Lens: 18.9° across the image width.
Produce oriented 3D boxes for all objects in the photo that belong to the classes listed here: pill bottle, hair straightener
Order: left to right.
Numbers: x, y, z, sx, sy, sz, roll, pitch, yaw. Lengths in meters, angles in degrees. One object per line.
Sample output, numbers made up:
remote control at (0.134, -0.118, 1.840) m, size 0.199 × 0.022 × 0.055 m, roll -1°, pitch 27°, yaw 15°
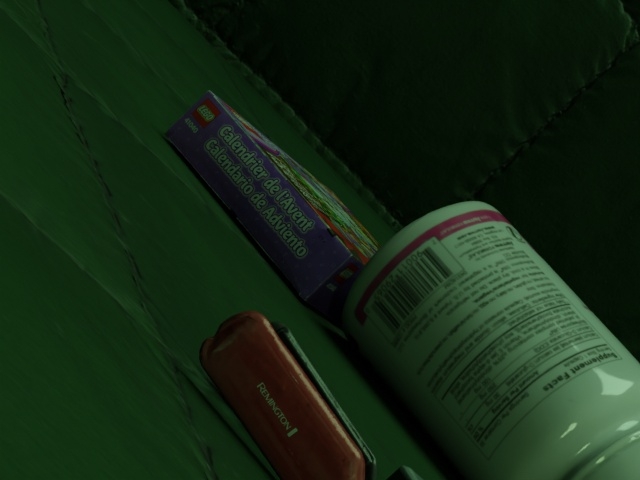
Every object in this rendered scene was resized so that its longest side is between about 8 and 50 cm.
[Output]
hair straightener at (0.031, 0.132, 0.930) m, size 0.230 × 0.047 × 0.089 m, roll 48°, pitch 5°, yaw 15°
pill bottle at (0.157, 0.118, 1.461) m, size 0.283 × 0.160 × 0.160 m, roll 50°, pitch 6°, yaw 28°

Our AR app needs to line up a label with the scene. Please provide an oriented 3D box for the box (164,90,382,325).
box at (0.000, 0.000, 1.649) m, size 0.201 × 0.057 × 0.293 m, roll 49°, pitch 5°, yaw 26°

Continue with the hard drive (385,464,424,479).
hard drive at (0.092, 0.194, 1.093) m, size 0.094 × 0.022 × 0.135 m, roll 44°, pitch 6°, yaw -34°
